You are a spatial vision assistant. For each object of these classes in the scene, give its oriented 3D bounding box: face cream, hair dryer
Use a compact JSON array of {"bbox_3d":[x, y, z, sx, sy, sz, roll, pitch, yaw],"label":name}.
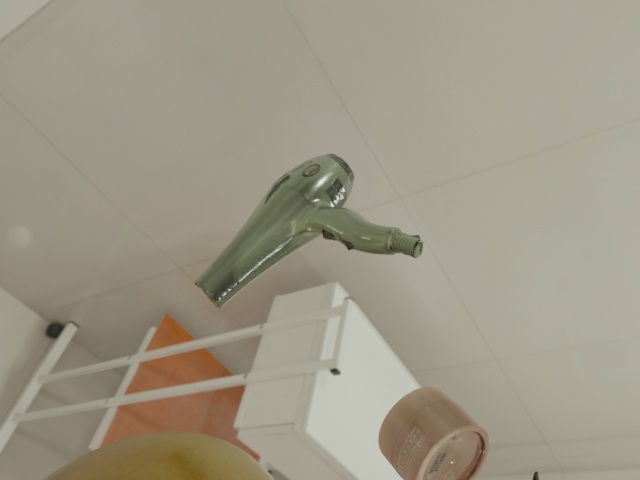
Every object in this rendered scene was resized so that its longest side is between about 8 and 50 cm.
[{"bbox_3d":[0.181,0.325,0.842,0.149,0.149,0.104,52,-9,-35],"label":"face cream"},{"bbox_3d":[-0.030,0.011,0.558,0.088,0.218,0.225,57,-1,-36],"label":"hair dryer"}]

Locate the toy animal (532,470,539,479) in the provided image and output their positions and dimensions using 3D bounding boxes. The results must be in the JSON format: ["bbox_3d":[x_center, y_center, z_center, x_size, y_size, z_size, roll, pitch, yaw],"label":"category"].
[{"bbox_3d":[0.303,0.406,0.700,0.188,0.179,0.089,57,16,4],"label":"toy animal"}]

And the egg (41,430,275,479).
[{"bbox_3d":[-0.130,0.278,0.393,0.322,0.249,0.251,11,63,-83],"label":"egg"}]
